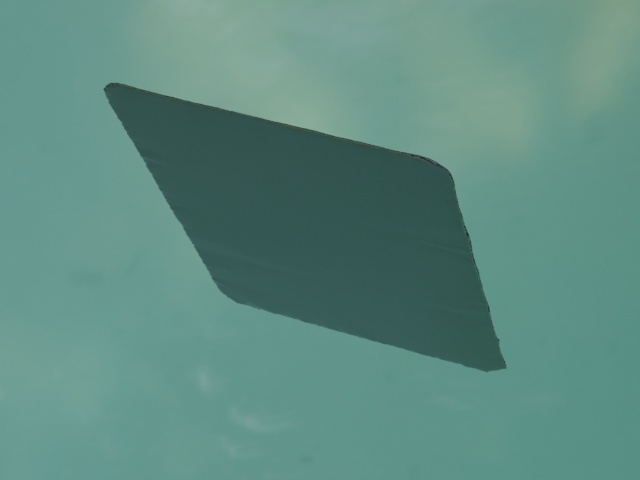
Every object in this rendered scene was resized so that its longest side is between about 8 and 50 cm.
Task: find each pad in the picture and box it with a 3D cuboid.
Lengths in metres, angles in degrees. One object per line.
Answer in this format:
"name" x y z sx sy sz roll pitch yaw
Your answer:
"pad" 0.000 0.000 0.589 0.157 0.112 0.003 67 42 -61
